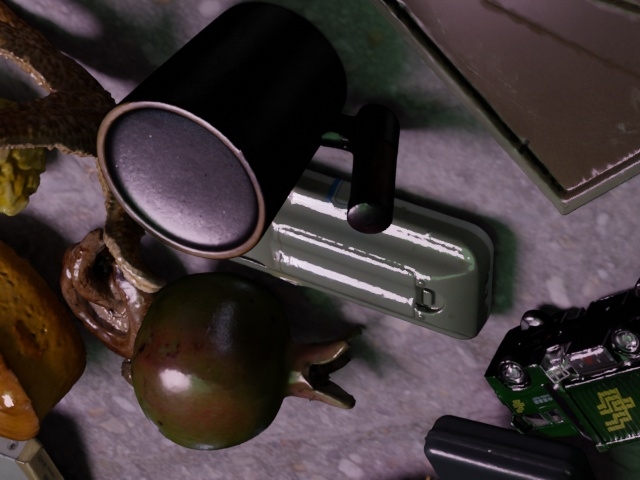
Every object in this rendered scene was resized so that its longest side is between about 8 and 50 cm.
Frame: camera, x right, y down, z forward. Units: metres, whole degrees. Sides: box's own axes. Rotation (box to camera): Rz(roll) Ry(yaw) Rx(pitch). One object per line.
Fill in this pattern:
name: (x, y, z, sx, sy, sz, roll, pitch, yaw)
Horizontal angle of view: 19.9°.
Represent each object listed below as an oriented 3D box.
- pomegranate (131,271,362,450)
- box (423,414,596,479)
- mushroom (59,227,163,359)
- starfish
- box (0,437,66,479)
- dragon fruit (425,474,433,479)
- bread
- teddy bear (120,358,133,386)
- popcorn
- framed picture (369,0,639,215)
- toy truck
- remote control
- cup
pomegranate: (-0.073, 0.120, 1.802, 0.224, 0.181, 0.181, 3, 132, 8)
box: (0.198, 0.249, 1.764, 0.160, 0.050, 0.230, 12, 153, 27)
mushroom: (-0.215, 0.047, 1.884, 0.135, 0.080, 0.171, 22, 150, 23)
starfish: (-0.223, -0.096, 1.677, 0.327, 0.094, 0.375, 48, -170, -50)
box: (-0.389, 0.288, 2.227, 0.210, 0.045, 0.270, 16, 151, 23)
dragon fruit: (0.069, 0.343, 1.908, 0.172, 0.172, 0.209, 34, 140, 4)
bread: (-0.368, 0.102, 1.971, 0.268, 0.145, 0.268, 38, 155, 21)
teddy bear: (-0.154, 0.160, 1.958, 0.160, 0.078, 0.119, 25, 135, 16)
popcorn: (-0.334, -0.088, 1.828, 0.106, 0.116, 0.120, 26, -179, 24)
framed picture: (0.167, -0.188, 1.441, 0.335, 0.022, 0.247, 46, 139, -11)
toy truck: (0.273, 0.105, 1.597, 0.259, 0.088, 0.121, -21, 115, 44)
remote control: (0.000, 0.000, 1.706, 0.335, 0.065, 0.128, 19, 139, 21)
cup: (-0.050, -0.077, 1.583, 0.239, 0.177, 0.166, 41, 139, -5)
